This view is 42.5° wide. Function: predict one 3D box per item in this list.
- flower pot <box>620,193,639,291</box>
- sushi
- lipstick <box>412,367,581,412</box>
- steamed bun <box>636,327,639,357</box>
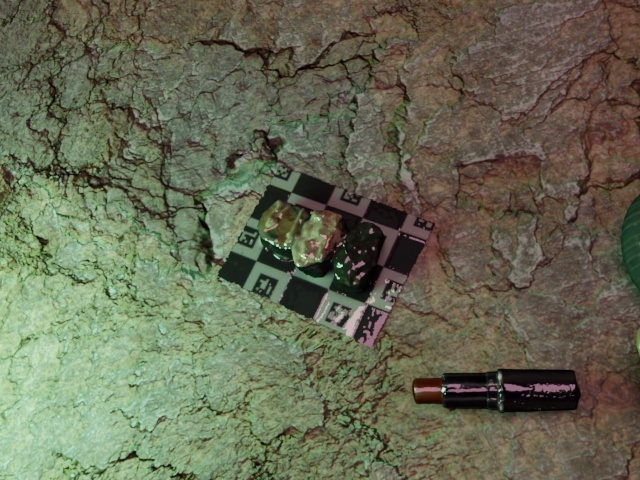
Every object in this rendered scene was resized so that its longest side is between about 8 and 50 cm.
[{"bbox_3d":[0.654,0.009,1.516,0.189,0.157,0.243,-2,65,8],"label":"flower pot"},{"bbox_3d":[0.000,0.000,1.665,0.373,0.100,0.296,23,73,18],"label":"sushi"},{"bbox_3d":[0.317,0.274,1.501,0.299,0.081,0.081,-2,66,8],"label":"lipstick"},{"bbox_3d":[0.705,0.247,1.339,0.372,0.325,0.230,5,111,-2],"label":"steamed bun"}]
